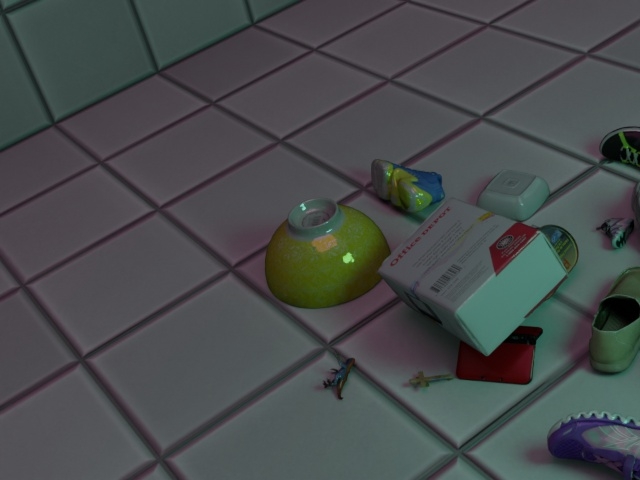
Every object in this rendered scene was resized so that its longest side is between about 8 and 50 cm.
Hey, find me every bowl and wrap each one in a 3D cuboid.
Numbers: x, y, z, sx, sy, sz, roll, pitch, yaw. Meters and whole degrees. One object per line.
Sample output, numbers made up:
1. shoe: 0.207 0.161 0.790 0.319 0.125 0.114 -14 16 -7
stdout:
1. bowl: 0.000 0.000 2.093 0.289 0.156 0.289 -11 36 8
2. bowl: 0.440 -0.112 2.158 0.142 0.053 0.142 17 45 37

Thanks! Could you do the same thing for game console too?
1. game console: 0.340 0.212 1.787 0.144 0.085 0.124 2 8 24

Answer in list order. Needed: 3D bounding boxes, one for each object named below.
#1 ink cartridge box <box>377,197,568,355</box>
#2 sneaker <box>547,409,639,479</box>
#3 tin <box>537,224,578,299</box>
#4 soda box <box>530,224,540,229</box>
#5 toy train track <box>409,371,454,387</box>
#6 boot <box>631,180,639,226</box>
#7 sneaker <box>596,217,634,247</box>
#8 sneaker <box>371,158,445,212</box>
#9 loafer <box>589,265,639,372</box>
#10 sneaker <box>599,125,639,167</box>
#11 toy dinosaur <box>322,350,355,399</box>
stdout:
1. ink cartridge box: 0.284 0.060 1.804 0.226 0.131 0.306 -43 25 -7
2. sneaker: 0.481 0.336 1.498 0.236 0.095 0.104 -3 45 17
3. tin: 0.442 0.050 1.890 0.106 0.040 0.189 42 64 5
4. soda box: 0.405 0.045 1.946 0.183 0.063 0.058 -35 39 -25
5. toy train track: 0.209 0.263 1.771 0.083 0.014 0.048 -8 28 2
6. boot: 0.696 -0.086 1.953 0.095 0.123 0.258 -7 36 14
7. sneaker: 0.609 -0.018 1.975 0.069 0.038 0.098 11 34 35
8. sneaker: 0.215 -0.134 2.270 0.126 0.091 0.240 -8 31 -21
9. loafer: 0.568 0.128 1.740 0.102 0.092 0.268 7 41 30
10. sneaker: 0.742 -0.196 2.121 0.235 0.084 0.097 6 42 29
11. toy dinosaur: 0.043 0.262 1.835 0.082 0.047 0.090 -26 68 -27
